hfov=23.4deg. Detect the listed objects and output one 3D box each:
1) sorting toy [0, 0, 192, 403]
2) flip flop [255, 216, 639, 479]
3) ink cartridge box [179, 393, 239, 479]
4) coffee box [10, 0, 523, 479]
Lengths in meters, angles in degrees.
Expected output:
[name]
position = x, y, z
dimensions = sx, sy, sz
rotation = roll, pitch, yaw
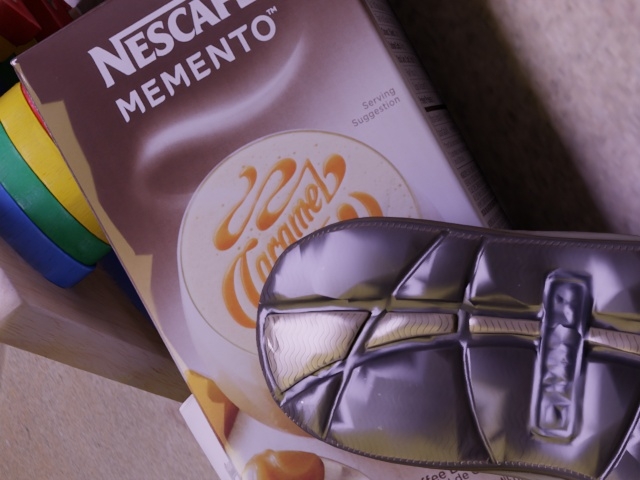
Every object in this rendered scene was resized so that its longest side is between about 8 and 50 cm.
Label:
[sorting toy]
position = -0.144, -0.054, 0.802
dimensions = 0.255, 0.089, 0.257
rotation = 53, -175, 19
[flip flop]
position = 0.110, 0.053, 0.536
dimensions = 0.277, 0.080, 0.112
rotation = 10, 90, 25
[ink cartridge box]
position = 0.014, 0.097, 0.753
dimensions = 0.198, 0.115, 0.067
rotation = 58, 153, 9
[coffee box]
position = 0.000, 0.000, 0.637
dimensions = 0.246, 0.141, 0.098
rotation = 61, -168, 0
